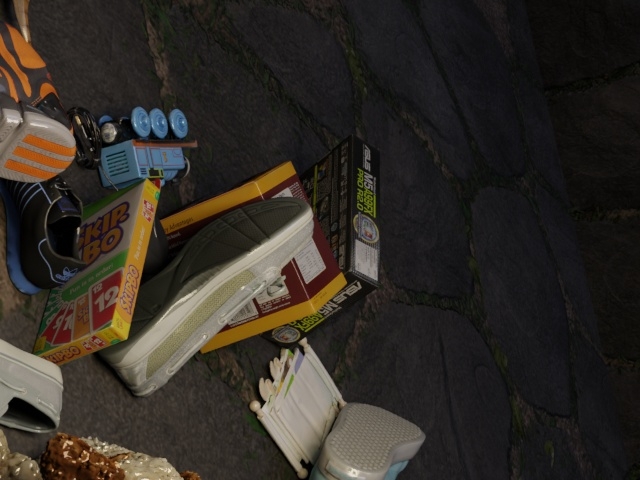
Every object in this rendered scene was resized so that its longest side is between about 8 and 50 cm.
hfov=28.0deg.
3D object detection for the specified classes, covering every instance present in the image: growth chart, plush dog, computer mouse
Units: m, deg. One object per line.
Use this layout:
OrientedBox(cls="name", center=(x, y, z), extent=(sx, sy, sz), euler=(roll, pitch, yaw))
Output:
OrientedBox(cls="growth chart", center=(-0.030, 0.243, 1.935), extent=(0.172, 0.021, 0.237), euler=(61, 27, -14))
OrientedBox(cls="plush dog", center=(-0.239, 0.276, 1.284), extent=(0.262, 0.225, 0.211), euler=(26, 49, -54))
OrientedBox(cls="computer mouse", center=(-0.270, -0.059, 1.656), extent=(0.041, 0.071, 0.242), euler=(-42, 107, -51))

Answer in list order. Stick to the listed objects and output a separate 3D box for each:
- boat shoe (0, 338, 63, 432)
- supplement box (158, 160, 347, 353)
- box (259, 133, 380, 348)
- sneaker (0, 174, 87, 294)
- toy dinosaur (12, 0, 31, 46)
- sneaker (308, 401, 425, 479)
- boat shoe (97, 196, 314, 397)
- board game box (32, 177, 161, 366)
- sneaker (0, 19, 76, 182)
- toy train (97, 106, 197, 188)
OrientedBox(cls="boat shoe", center=(-0.346, 0.154, 1.337), extent=(0.227, 0.079, 0.081), euler=(31, 40, -56))
OrientedBox(cls="supplement box", center=(-0.103, 0.022, 1.767), extent=(0.194, 0.191, 0.129), euler=(66, 25, -6))
OrientedBox(cls="box", center=(0.000, 0.000, 1.946), extent=(0.060, 0.216, 0.270), euler=(28, 44, -28))
OrientedBox(cls="sneaker", center=(-0.328, -0.056, 1.514), extent=(0.081, 0.090, 0.232), euler=(11, 61, -59))
OrientedBox(cls="toy dinosaur", center=(-0.386, -0.333, 1.641), extent=(0.112, 0.064, 0.212), euler=(36, 42, -50))
OrientedBox(cls="sneaker", center=(0.051, 0.347, 1.931), extent=(0.135, 0.150, 0.366), euler=(28, 12, 15))
OrientedBox(cls="boat shoe", center=(-0.133, 0.064, 1.612), extent=(0.118, 0.320, 0.103), euler=(30, -23, 52))
OrientedBox(cls="board game box", center=(-0.263, 0.029, 1.536), extent=(0.039, 0.124, 0.259), euler=(49, 33, -33))
OrientedBox(cls="sneaker", center=(-0.426, -0.182, 1.419), extent=(0.321, 0.124, 0.180), euler=(25, 32, -44))
OrientedBox(cls="toy train", center=(-0.238, -0.124, 1.757), extent=(0.184, 0.080, 0.105), euler=(-8, 87, -65))
